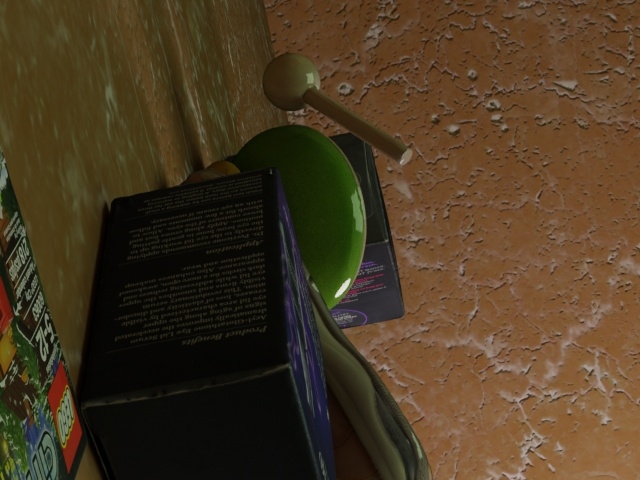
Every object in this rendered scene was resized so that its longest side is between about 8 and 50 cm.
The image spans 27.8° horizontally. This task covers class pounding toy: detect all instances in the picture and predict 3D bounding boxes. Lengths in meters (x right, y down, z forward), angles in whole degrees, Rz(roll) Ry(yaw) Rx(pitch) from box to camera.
[{"bbox_3d":[-0.049,-0.034,1.165,0.183,0.110,0.237,47,-54,32],"label":"pounding toy"}]

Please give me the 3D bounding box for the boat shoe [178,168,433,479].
[{"bbox_3d":[-0.044,0.076,0.930,0.324,0.116,0.123,55,-5,36],"label":"boat shoe"}]

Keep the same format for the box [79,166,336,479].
[{"bbox_3d":[-0.057,0.078,0.739,0.207,0.108,0.153,-98,175,-56],"label":"box"}]

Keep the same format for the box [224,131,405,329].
[{"bbox_3d":[0.000,0.000,1.501,0.270,0.165,0.143,71,8,-68],"label":"box"}]

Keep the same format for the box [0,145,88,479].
[{"bbox_3d":[-0.119,0.042,0.338,0.233,0.044,0.159,-92,170,-70],"label":"box"}]
